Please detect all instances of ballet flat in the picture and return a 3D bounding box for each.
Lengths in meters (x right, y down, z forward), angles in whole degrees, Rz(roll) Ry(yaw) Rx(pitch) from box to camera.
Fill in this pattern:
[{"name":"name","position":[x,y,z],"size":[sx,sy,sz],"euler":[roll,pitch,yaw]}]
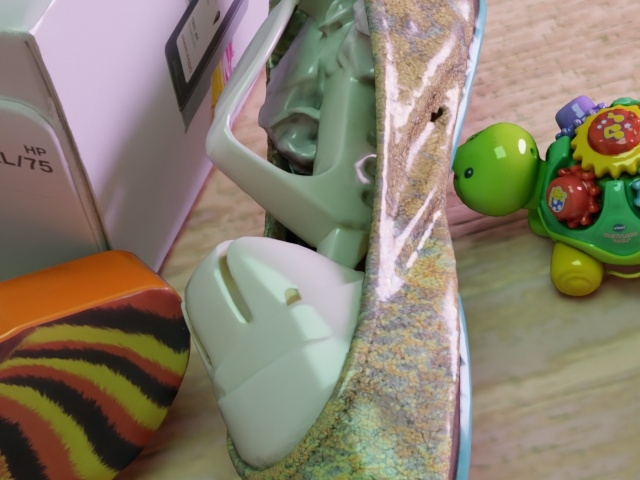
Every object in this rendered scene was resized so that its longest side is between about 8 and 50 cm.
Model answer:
[{"name":"ballet flat","position":[0.000,0.000,0.680],"size":[0.123,0.123,0.349],"euler":[1,56,10]}]

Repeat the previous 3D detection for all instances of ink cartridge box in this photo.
[{"name":"ink cartridge box","position":[-0.144,-0.138,0.778],"size":[0.198,0.197,0.270],"euler":[12,55,18]}]

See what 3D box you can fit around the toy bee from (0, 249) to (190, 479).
[{"name":"toy bee","position":[-0.204,0.094,0.660],"size":[0.298,0.162,0.195],"euler":[1,20,-6]}]

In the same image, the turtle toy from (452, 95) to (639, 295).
[{"name":"turtle toy","position":[0.125,-0.029,0.730],"size":[0.130,0.066,0.095],"euler":[-5,50,20]}]
